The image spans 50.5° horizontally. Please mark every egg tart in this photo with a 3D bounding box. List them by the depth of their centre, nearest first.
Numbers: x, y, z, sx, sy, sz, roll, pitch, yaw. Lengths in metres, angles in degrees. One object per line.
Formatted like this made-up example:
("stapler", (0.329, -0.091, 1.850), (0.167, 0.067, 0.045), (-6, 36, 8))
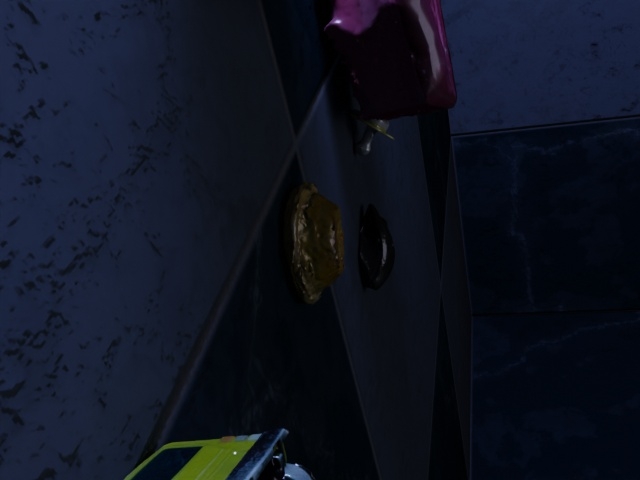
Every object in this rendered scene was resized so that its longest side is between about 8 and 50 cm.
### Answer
("egg tart", (0.000, 0.000, 0.698), (0.129, 0.049, 0.128), (-3, 90, -76))

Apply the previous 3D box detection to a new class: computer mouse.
("computer mouse", (0.087, 0.008, 1.012), (0.079, 0.047, 0.135), (55, 32, -63))

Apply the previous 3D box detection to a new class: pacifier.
("pacifier", (0.067, -0.157, 0.993), (0.083, 0.068, 0.064), (15, 106, -56))

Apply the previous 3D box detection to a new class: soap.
("soap", (0.083, -0.324, 0.887), (0.220, 0.127, 0.324), (-14, 91, -69))

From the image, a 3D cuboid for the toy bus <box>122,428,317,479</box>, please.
("toy bus", (-0.049, 0.203, 0.373), (0.088, 0.101, 0.174), (-32, 112, -72))
